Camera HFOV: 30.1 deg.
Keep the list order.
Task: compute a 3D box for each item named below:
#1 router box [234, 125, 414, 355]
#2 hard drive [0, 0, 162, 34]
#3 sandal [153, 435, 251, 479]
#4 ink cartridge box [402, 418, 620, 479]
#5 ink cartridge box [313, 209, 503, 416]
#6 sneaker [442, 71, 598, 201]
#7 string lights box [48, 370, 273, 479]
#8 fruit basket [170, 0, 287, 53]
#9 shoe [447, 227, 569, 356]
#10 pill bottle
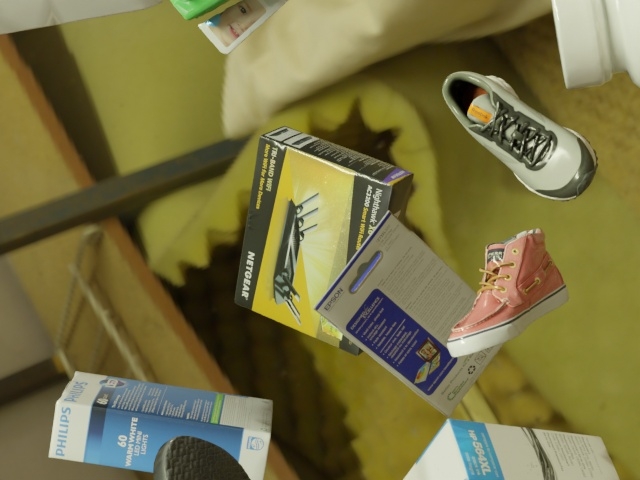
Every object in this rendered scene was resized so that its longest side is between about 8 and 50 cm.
[{"bbox_3d":[0.000,0.000,1.913,0.243,0.081,0.309,21,117,23],"label":"router box"},{"bbox_3d":[-0.272,-0.249,0.808,0.319,0.210,0.040,48,-138,-58],"label":"hard drive"},{"bbox_3d":[-0.074,0.283,1.100,0.054,0.097,0.254,-22,120,32],"label":"sandal"},{"bbox_3d":[0.200,0.277,1.277,0.086,0.203,0.148,-106,34,-46],"label":"ink cartridge box"},{"bbox_3d":[0.134,0.109,1.764,0.069,0.176,0.371,33,174,47],"label":"ink cartridge box"},{"bbox_3d":[0.262,-0.143,1.617,0.271,0.108,0.100,44,109,38],"label":"sneaker"},{"bbox_3d":[-0.193,0.233,1.482,0.133,0.259,0.077,-94,13,-80],"label":"string lights box"},{"bbox_3d":[-0.112,-0.480,1.605,0.353,0.165,0.327,-36,97,27],"label":"fruit basket"},{"bbox_3d":[0.168,0.046,1.122,0.063,0.178,0.081,-17,94,45],"label":"shoe"},{"bbox_3d":[0.372,-0.230,1.118,0.169,0.301,0.169,-10,-90,-77],"label":"pill bottle"}]
